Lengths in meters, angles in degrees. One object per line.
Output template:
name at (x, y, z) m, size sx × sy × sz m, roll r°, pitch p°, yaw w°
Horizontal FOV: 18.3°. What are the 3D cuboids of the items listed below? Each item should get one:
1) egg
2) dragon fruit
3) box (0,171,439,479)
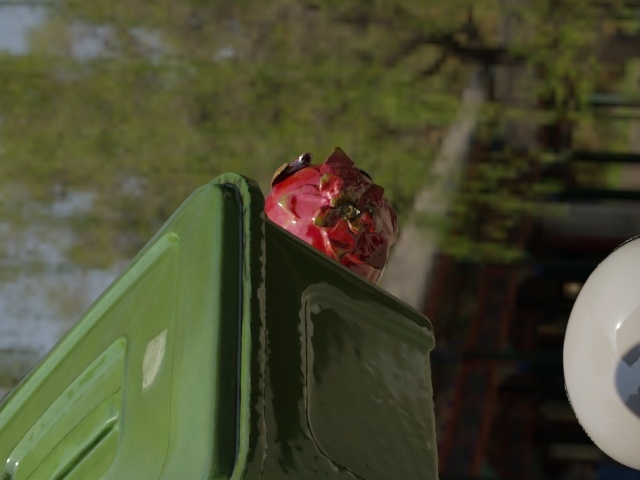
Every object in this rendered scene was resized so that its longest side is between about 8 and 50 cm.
egg at (0.255, 0.084, 1.481) m, size 0.146 × 0.146 × 0.199 m, roll -73°, pitch -16°, yaw -58°
dragon fruit at (0.000, 0.000, 1.672) m, size 0.133 × 0.136 × 0.166 m, roll -12°, pitch -37°, yaw -44°
box at (-0.074, 0.154, 1.123) m, size 0.329 × 0.178 × 0.253 m, roll -46°, pitch 30°, yaw 38°
